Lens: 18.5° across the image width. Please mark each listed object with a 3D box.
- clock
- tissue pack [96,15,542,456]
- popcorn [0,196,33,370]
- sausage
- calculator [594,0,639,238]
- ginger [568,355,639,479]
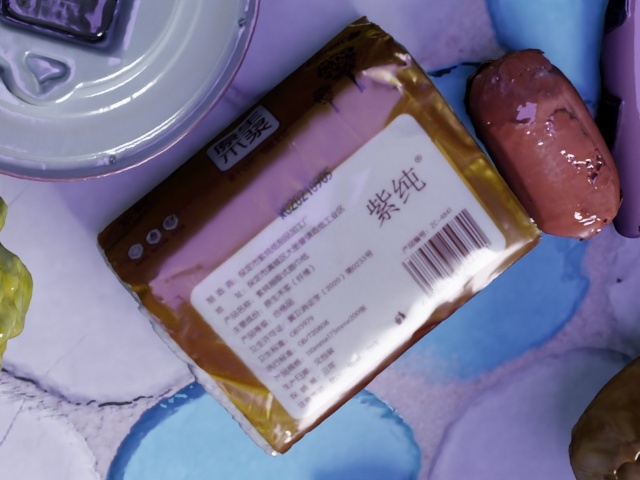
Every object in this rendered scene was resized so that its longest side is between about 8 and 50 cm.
[{"bbox_3d":[-0.149,-0.153,1.116,0.244,0.056,0.244,-5,104,-21],"label":"clock"},{"bbox_3d":[0.000,0.000,1.217,0.226,0.092,0.183,-39,115,1],"label":"tissue pack"},{"bbox_3d":[-0.288,0.046,1.049,0.286,0.225,0.174,-5,128,-42],"label":"popcorn"},{"bbox_3d":[0.143,-0.061,1.247,0.076,0.076,0.141,-34,114,-3],"label":"sausage"},{"bbox_3d":[0.275,-0.142,1.275,0.194,0.043,0.294,-4,109,-15],"label":"calculator"},{"bbox_3d":[0.324,0.093,1.308,0.321,0.165,0.172,-37,137,7],"label":"ginger"}]
